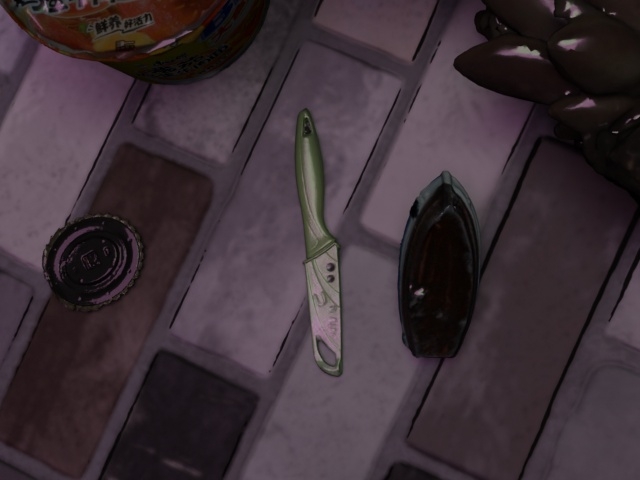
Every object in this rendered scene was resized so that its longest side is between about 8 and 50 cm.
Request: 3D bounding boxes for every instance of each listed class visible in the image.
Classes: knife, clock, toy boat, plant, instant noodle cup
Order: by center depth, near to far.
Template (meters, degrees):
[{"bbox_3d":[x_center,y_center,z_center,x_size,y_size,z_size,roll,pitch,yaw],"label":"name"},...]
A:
[{"bbox_3d":[0.235,-0.099,0.760,0.194,0.181,0.320,-43,77,7],"label":"plant"},{"bbox_3d":[0.085,0.017,0.828,0.059,0.066,0.140,2,111,-1],"label":"toy boat"},{"bbox_3d":[-0.131,-0.209,0.847,0.205,0.153,0.205,-1,82,7],"label":"instant noodle cup"},{"bbox_3d":[0.000,0.000,0.869,0.030,0.014,0.207,-6,83,9],"label":"knife"},{"bbox_3d":[-0.177,0.016,0.896,0.083,0.010,0.074,-29,79,5],"label":"clock"}]
